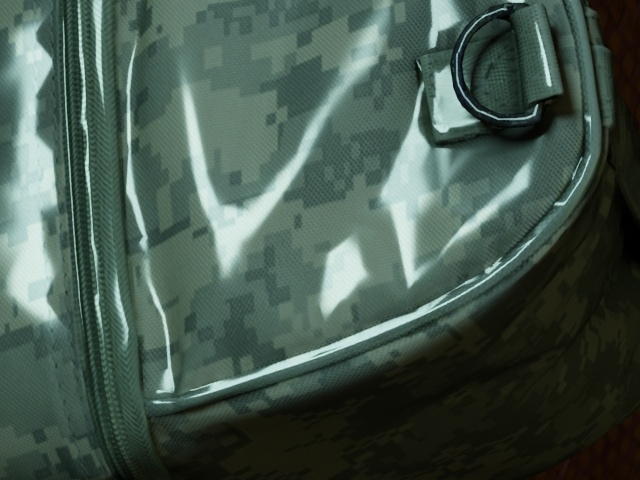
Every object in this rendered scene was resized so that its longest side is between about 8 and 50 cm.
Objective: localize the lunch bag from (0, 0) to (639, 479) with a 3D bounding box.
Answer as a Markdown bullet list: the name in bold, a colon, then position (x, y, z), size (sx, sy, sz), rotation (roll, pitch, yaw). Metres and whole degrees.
- **lunch bag**: position (0.000, 0.000, 0.728), size (0.305, 0.256, 0.213), rotation (45, 41, -69)
